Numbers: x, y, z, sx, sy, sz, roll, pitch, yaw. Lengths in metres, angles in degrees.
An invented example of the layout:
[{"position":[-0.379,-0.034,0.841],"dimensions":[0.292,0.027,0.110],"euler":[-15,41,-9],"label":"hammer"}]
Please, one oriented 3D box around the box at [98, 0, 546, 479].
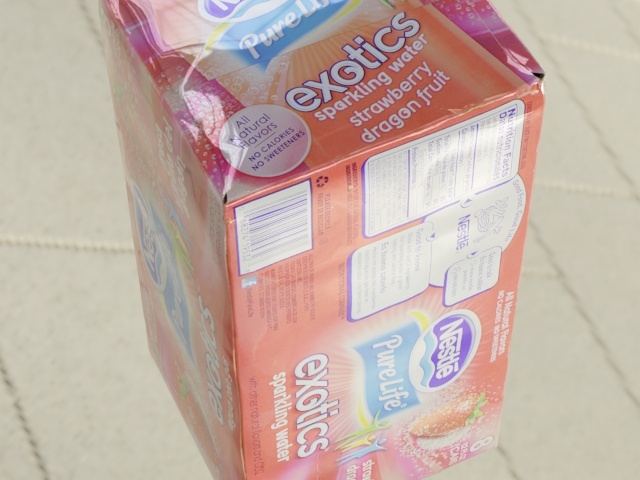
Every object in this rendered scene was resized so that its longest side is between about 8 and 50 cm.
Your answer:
[{"position":[0.000,0.000,0.864],"dimensions":[0.154,0.300,0.142],"euler":[-22,56,-14],"label":"box"}]
